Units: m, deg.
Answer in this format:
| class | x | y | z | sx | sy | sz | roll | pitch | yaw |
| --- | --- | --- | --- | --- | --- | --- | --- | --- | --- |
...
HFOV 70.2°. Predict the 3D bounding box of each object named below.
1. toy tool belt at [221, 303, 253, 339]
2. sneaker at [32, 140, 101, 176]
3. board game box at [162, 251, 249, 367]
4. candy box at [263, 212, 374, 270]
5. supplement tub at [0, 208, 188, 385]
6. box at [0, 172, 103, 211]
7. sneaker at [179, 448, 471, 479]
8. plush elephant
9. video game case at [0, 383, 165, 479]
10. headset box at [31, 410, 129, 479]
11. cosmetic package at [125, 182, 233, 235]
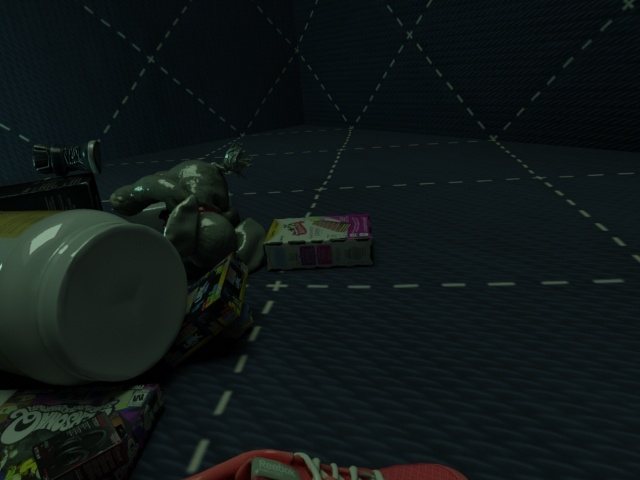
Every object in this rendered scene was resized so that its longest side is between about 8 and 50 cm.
| class | x | y | z | sx | sy | sz | roll | pitch | yaw |
| --- | --- | --- | --- | --- | --- | --- | --- | --- | --- |
| toy tool belt | -0.139 | 0.127 | 0.774 | 0.052 | 0.051 | 0.083 | 2 | 22 | 17 |
| sneaker | -0.661 | -0.215 | 1.188 | 0.164 | 0.086 | 0.226 | -2 | 2 | -26 |
| board game box | -0.190 | 0.107 | 0.751 | 0.141 | 0.048 | 0.170 | -37 | 19 | 10 |
| candy box | 0.000 | 0.000 | 1.035 | 0.234 | 0.071 | 0.159 | -4 | 22 | 5 |
| supplement tub | -0.389 | 0.075 | 0.663 | 0.332 | 0.240 | 0.241 | 2 | 22 | 28 |
| box | -0.730 | -0.052 | 1.160 | 0.313 | 0.178 | 0.343 | -13 | 17 | -21 |
| sneaker | -0.010 | 0.231 | 0.367 | 0.314 | 0.136 | 0.116 | -9 | 23 | -9 |
| plush elephant | -0.266 | -0.029 | 0.988 | 0.330 | 0.272 | 0.255 | -30 | 50 | 30 |
| video game case | -0.328 | 0.251 | 0.520 | 0.232 | 0.041 | 0.210 | -3 | 23 | 5 |
| headset box | -0.246 | 0.221 | 0.475 | 0.083 | 0.032 | 0.062 | -23 | 29 | -33 |
| cosmetic package | -0.433 | -0.119 | 1.405 | 0.285 | 0.097 | 0.377 | -9 | 22 | -15 |
